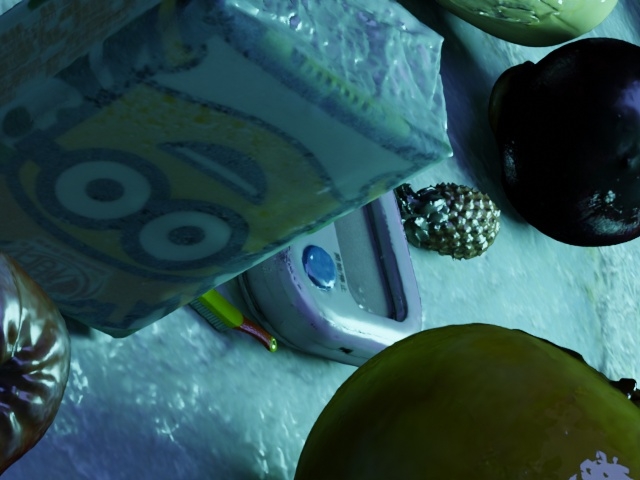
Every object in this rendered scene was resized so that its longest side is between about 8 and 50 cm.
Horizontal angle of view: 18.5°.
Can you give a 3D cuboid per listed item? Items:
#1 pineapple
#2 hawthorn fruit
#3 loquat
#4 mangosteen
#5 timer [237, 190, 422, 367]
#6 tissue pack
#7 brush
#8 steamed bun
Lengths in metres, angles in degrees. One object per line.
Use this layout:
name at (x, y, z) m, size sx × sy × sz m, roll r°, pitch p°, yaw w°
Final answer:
pineapple at (0.090, -0.024, 1.750) m, size 0.159 × 0.074 × 0.074 m, roll 9°, pitch 59°, yaw -45°
hawthorn fruit at (-0.234, 0.065, 1.103) m, size 0.173 × 0.173 × 0.173 m, roll 36°, pitch 39°, yaw -37°
loquat at (0.119, 0.236, 1.377) m, size 0.328 × 0.328 × 0.359 m, roll 42°, pitch 80°, yaw -30°
mangosteen at (0.264, -0.112, 1.969) m, size 0.211 × 0.211 × 0.250 m, roll 41°, pitch 10°, yaw -31°
timer at (0.000, 0.000, 1.588) m, size 0.191 × 0.069 × 0.208 m, roll 19°, pitch 50°, yaw -49°
tissue pack at (-0.103, -0.073, 1.252) m, size 0.228 × 0.311 × 0.128 m, roll 32°, pitch 42°, yaw -40°
brush at (-0.066, 0.061, 1.486) m, size 0.083 × 0.021 × 0.018 m, roll 38°, pitch 36°, yaw -26°
steamed bun at (0.160, -0.310, 1.979) m, size 0.232 × 0.166 × 0.273 m, roll 12°, pitch 34°, yaw -43°
